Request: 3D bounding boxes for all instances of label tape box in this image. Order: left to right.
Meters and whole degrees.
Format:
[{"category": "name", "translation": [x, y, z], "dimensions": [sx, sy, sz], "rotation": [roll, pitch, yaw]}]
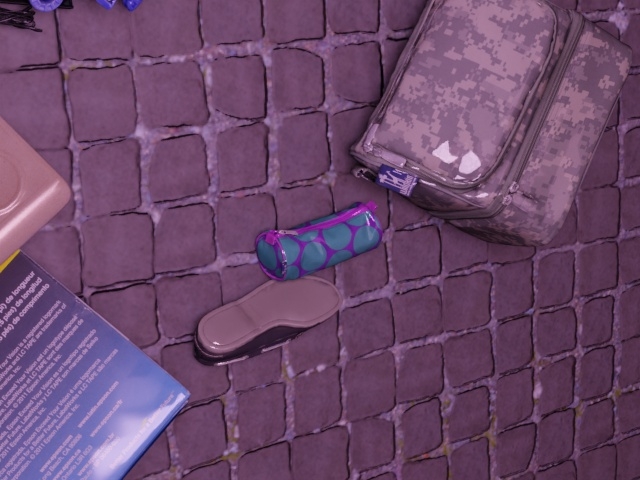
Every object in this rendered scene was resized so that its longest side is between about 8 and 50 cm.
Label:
[{"category": "label tape box", "translation": [-0.336, 0.146, 1.155], "dimensions": [0.333, 0.106, 0.241], "rotation": [40, 77, 0]}]

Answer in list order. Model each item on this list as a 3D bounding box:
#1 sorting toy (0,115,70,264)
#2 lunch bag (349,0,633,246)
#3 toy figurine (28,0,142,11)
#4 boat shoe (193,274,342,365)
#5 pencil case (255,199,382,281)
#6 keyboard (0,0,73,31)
[{"category": "sorting toy", "translation": [-0.385, -0.055, 1.112], "dimensions": [0.208, 0.038, 0.193], "rotation": [46, 74, -4]}, {"category": "lunch bag", "translation": [0.199, -0.165, 1.392], "dimensions": [0.256, 0.212, 0.305], "rotation": [27, 85, -17]}, {"category": "toy figurine", "translation": [-0.215, -0.304, 1.069], "dimensions": [0.217, 0.191, 0.362], "rotation": [-44, 146, 11]}, {"category": "boat shoe", "translation": [-0.067, 0.099, 1.375], "dimensions": [0.206, 0.075, 0.065], "rotation": [-19, 153, -33]}, {"category": "pencil case", "translation": [0.000, 0.000, 1.378], "dimensions": [0.151, 0.064, 0.070], "rotation": [-19, 135, -28]}, {"category": "keyboard", "translation": [-0.348, -0.259, 1.132], "dimensions": [0.192, 0.038, 0.100], "rotation": [0, 78, -31]}]
